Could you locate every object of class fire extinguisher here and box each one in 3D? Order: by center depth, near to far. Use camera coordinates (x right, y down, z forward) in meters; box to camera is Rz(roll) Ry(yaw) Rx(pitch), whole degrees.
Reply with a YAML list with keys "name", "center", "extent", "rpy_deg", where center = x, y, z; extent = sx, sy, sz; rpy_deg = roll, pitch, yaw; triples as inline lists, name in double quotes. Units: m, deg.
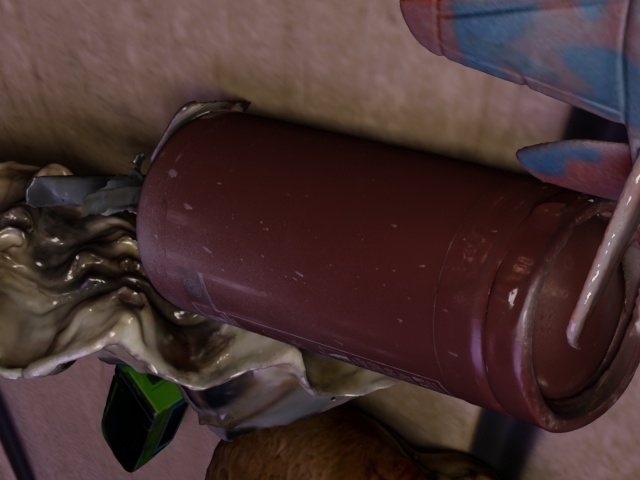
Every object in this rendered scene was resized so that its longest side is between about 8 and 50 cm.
- name: "fire extinguisher"
  center: [0.000, 0.000, 0.775]
  extent: [0.269, 0.105, 0.105]
  rpy_deg: [16, 153, 39]

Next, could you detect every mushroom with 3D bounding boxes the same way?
- name: "mushroom"
  center: [0.038, 0.189, 1.072]
  extent: [0.253, 0.153, 0.253]
  rpy_deg: [35, 168, 8]

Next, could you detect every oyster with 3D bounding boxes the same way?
- name: "oyster"
  center: [-0.116, 0.027, 0.964]
  extent: [0.238, 0.115, 0.351]
  rpy_deg: [18, -176, -39]

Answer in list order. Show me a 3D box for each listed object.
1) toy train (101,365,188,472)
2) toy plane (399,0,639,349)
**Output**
- name: "toy train"
  center: [-0.117, 0.114, 1.266]
  extent: [0.044, 0.042, 0.209]
  rpy_deg: [55, 162, 9]
- name: "toy plane"
  center: [0.120, -0.064, 0.468]
  extent: [0.223, 0.104, 0.326]
  rpy_deg: [26, 154, 16]
